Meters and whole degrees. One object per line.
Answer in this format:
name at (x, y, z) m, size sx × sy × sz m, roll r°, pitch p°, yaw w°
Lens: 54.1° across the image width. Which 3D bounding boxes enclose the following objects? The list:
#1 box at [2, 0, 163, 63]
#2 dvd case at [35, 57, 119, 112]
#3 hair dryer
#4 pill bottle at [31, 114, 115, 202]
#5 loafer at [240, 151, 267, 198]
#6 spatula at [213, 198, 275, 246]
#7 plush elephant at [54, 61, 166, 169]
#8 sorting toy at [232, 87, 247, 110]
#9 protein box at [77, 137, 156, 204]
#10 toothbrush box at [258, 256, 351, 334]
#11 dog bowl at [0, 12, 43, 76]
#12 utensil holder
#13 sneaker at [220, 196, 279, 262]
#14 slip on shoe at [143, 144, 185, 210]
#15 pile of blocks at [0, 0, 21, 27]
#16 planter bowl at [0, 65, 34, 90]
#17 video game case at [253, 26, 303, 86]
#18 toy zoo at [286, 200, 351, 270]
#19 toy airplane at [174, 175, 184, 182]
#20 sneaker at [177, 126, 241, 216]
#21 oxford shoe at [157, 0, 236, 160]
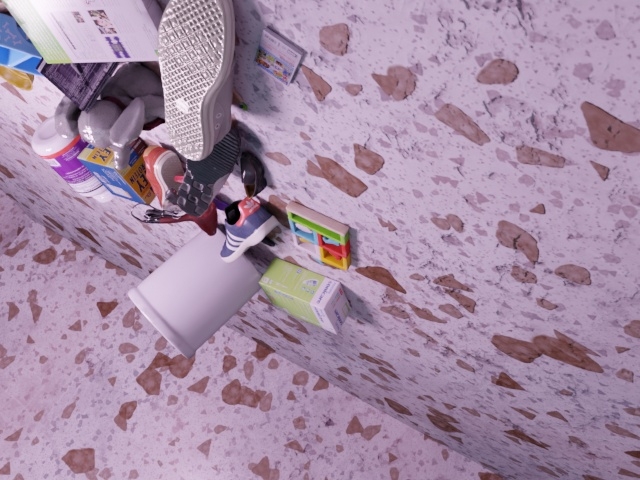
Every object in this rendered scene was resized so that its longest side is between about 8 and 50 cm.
box at (-0.492, -0.478, 1.320) m, size 0.321 × 0.059 × 0.232 m, roll 2°, pitch 150°, yaw 12°
dvd case at (-0.574, -0.424, 1.488) m, size 0.221 × 0.165 × 0.018 m, roll 39°, pitch -172°, yaw 25°
hair dryer at (-0.440, -0.089, 2.038) m, size 0.223 × 0.080 × 0.293 m, roll -17°, pitch 148°, yaw 37°
pill bottle at (-0.829, -0.278, 2.180) m, size 0.181 × 0.182 × 0.323 m, roll 17°, pitch 155°, yaw 33°
loafer at (-0.189, -0.175, 1.705) m, size 0.062 × 0.061 × 0.170 m, roll 24°, pitch 156°, yaw 22°
spatula at (-0.272, -0.063, 2.102) m, size 0.296 × 0.030 × 0.084 m, roll 38°, pitch 154°, yaw -17°
plush elephant at (-0.489, -0.303, 1.564) m, size 0.271 × 0.256 × 0.330 m, roll 20°, pitch 156°, yaw 27°
sorting toy at (-0.205, -0.331, 1.455) m, size 0.062 × 0.012 × 0.083 m, roll -2°, pitch 138°, yaw 47°
protein box at (-0.645, -0.241, 2.072) m, size 0.201 × 0.136 × 0.200 m, roll 16°, pitch 154°, yaw 34°
toothbrush box at (-0.053, 0.199, 2.251) m, size 0.283 × 0.122 × 0.206 m, roll 21°, pitch 155°, yaw 28°
dog bowl at (-0.751, -0.484, 1.577) m, size 0.165 × 0.074 × 0.297 m, roll -4°, pitch 173°, yaw 40°
utensil holder at (-0.439, 0.180, 2.272) m, size 0.327 × 0.385 × 0.328 m, roll 45°, pitch 167°, yaw 13°
sneaker at (-0.260, -0.042, 2.003) m, size 0.148 × 0.131 × 0.350 m, roll 48°, pitch 144°, yaw -6°
slip on shoe at (-0.497, -0.190, 2.024) m, size 0.101 × 0.123 × 0.331 m, roll 35°, pitch 155°, yaw 17°
pile of blocks at (-0.734, -0.599, 1.429) m, size 0.148 × 0.113 × 0.362 m, roll -2°, pitch 174°, yaw -35°
planter bowl at (-0.903, -0.546, 1.822) m, size 0.217 × 0.090 × 0.217 m, roll 28°, pitch 158°, yaw 12°
video game case at (-0.085, -0.359, 1.235) m, size 0.087 × 0.011 × 0.122 m, roll 33°, pitch 158°, yaw -5°
toy zoo at (0.000, 0.000, 1.873) m, size 0.192 × 0.030 × 0.293 m, roll 25°, pitch 158°, yaw 16°
toy airplane at (-0.381, -0.197, 1.937) m, size 0.151 × 0.028 × 0.151 m, roll 8°, pitch 157°, yaw 3°
sneaker at (-0.288, -0.214, 1.686) m, size 0.122 × 0.146 × 0.330 m, roll 35°, pitch 137°, yaw -7°
oxford shoe at (-0.245, -0.358, 1.320) m, size 0.169 × 0.130 × 0.449 m, roll 34°, pitch 144°, yaw 11°
